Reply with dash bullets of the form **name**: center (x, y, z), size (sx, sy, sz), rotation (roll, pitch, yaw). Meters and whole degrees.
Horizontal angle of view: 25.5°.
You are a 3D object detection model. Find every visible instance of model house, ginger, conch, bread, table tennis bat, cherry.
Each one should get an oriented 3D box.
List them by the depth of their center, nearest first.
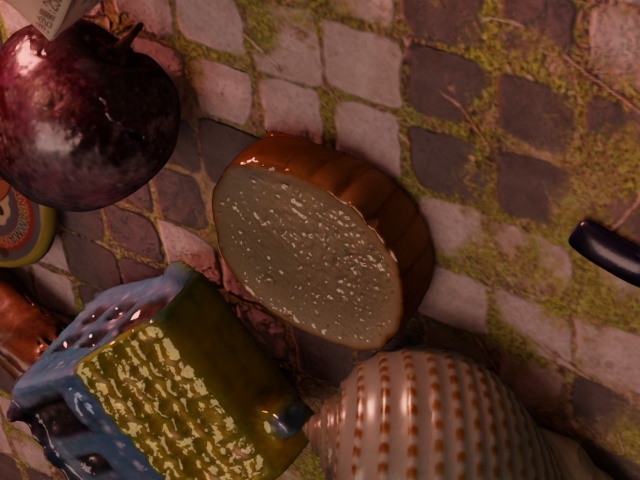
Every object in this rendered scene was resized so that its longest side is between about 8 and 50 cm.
- **bread**: center (0.000, 0.000, 1.371), size (0.236, 0.070, 0.236), rotation (23, 139, 22)
- **cherry**: center (-0.234, -0.117, 1.375), size (0.195, 0.195, 0.195), rotation (24, 140, 22)
- **conch**: center (0.130, 0.260, 1.407), size (0.319, 0.215, 0.303), rotation (35, 153, 11)
- **model house**: center (-0.155, 0.169, 1.576), size (0.303, 0.215, 0.237), rotation (-21, 111, 45)
- **table tennis bat**: center (-0.466, -0.103, 1.699), size (0.368, 0.054, 0.224), rotation (33, 134, 11)
- **ginger**: center (-0.406, 0.102, 1.815), size (0.309, 0.107, 0.133), rotation (38, 167, 3)

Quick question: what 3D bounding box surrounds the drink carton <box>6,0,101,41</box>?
- **drink carton**: center (-0.286, -0.352, 1.226), size (0.324, 0.132, 0.194), rotation (42, 143, 2)

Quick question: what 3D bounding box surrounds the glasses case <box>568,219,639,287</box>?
- **glasses case**: center (0.249, 0.013, 1.197), size (0.083, 0.023, 0.033), rotation (30, 144, 14)
